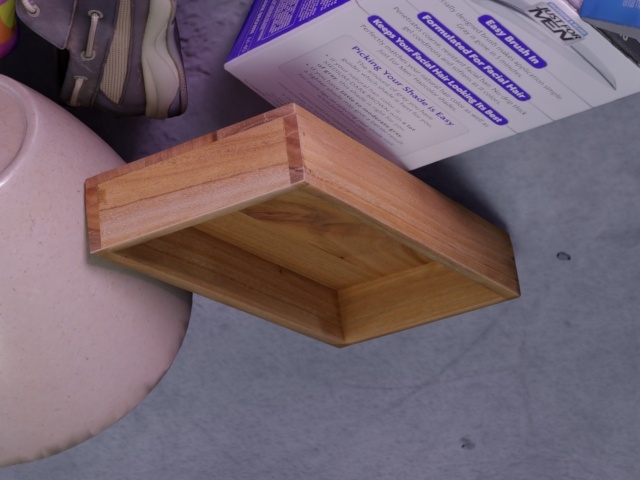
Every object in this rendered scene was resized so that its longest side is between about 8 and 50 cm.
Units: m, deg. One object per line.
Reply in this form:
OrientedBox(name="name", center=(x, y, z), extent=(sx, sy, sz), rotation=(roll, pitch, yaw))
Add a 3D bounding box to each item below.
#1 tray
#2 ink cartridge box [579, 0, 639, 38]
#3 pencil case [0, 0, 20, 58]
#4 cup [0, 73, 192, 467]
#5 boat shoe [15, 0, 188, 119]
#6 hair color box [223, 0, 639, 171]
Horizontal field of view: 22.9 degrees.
OrientedBox(name="tray", center=(0.000, 0.000, 1.398), extent=(0.203, 0.076, 0.411), rotation=(-18, 157, 26))
OrientedBox(name="ink cartridge box", center=(0.377, -0.287, 1.024), extent=(0.286, 0.166, 0.394), rotation=(15, 99, -11))
OrientedBox(name="pencil case", center=(-0.293, -0.253, 1.304), extent=(0.104, 0.104, 0.236), rotation=(10, 136, -3))
OrientedBox(name="cup", center=(-0.292, -0.006, 1.358), extent=(0.331, 0.331, 0.237), rotation=(-1, 139, 7))
OrientedBox(name="boat shoe", center=(-0.184, -0.208, 1.256), extent=(0.130, 0.132, 0.355), rotation=(-11, 146, -6))
OrientedBox(name="hair color box", center=(0.098, -0.169, 1.255), extent=(0.185, 0.110, 0.339), rotation=(36, 152, -26))
